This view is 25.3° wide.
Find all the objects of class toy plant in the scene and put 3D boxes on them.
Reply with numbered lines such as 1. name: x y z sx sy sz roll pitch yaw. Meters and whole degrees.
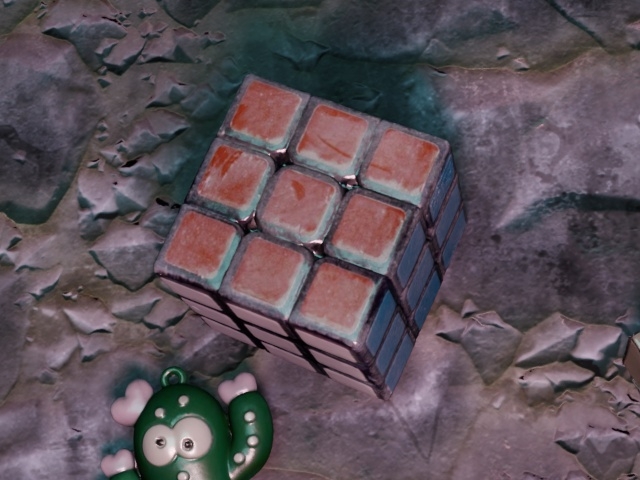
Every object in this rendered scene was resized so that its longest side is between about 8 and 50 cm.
1. toy plant: -0.184 0.289 1.944 0.232 0.112 0.243 9 79 8

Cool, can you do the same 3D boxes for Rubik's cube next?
1. Rubik's cube: 0.000 0.000 1.908 0.303 0.301 0.305 22 78 17

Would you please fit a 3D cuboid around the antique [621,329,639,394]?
1. antique: 0.489 0.167 1.842 0.148 0.147 0.152 -29 70 -2
